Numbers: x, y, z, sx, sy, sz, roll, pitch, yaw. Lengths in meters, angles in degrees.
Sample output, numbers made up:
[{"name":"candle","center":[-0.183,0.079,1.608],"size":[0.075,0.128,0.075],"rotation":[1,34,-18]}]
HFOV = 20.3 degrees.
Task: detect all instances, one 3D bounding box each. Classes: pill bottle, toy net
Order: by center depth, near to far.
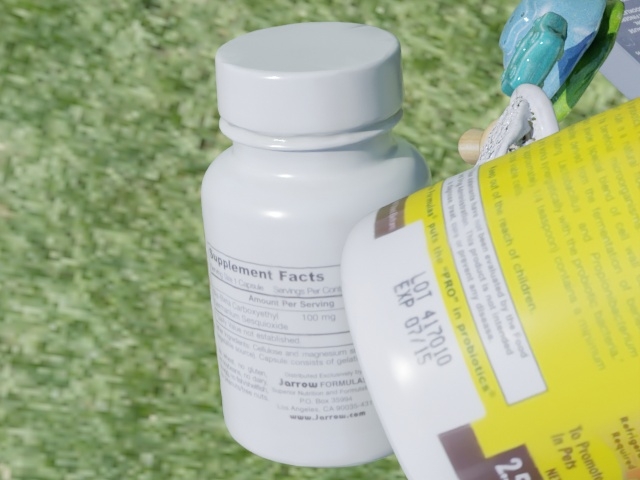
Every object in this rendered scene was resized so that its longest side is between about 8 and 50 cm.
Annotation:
[{"name":"pill bottle","center":[0.123,0.008,0.535],"size":[0.215,0.117,0.117],"rotation":[-23,63,13]},{"name":"toy net","center":[0.103,-0.066,0.774],"size":[0.122,0.045,0.232],"rotation":[-55,7,37]},{"name":"pill bottle","center":[0.000,0.000,1.013],"size":[0.131,0.131,0.229],"rotation":[20,123,45]}]

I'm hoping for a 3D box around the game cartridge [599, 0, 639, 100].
[{"name":"game cartridge","center":[0.274,-0.168,1.201],"size":[0.294,0.196,0.060],"rotation":[-6,47,57]}]
